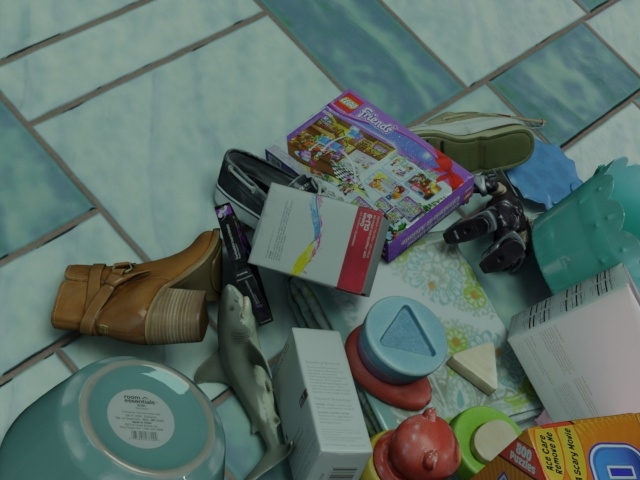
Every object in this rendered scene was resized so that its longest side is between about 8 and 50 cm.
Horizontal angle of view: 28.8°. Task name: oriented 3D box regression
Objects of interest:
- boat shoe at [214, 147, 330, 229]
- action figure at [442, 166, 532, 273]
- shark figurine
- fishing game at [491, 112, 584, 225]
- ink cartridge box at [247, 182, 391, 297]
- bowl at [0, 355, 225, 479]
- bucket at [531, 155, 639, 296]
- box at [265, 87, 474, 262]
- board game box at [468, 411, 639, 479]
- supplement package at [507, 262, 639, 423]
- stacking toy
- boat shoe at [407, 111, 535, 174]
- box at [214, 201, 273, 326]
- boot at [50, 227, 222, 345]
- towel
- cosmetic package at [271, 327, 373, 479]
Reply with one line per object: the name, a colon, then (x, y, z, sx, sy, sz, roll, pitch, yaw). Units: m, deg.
boat shoe: (-0.034, -0.054, 1.962, 0.301, 0.102, 0.108, 31, 39, 22)
action figure: (0.298, -0.028, 2.123, 0.185, 0.099, 0.285, 54, 21, 0)
shark figurine: (-0.122, 0.214, 1.811, 0.116, 0.166, 0.278, -15, 80, -5)
fishing game: (0.409, -0.125, 2.322, 0.189, 0.041, 0.264, 2, 55, -31)
ink cartridge box: (0.000, 0.000, 1.843, 0.176, 0.128, 0.127, 15, 89, 9)
bowl: (-0.246, 0.274, 1.614, 0.311, 0.163, 0.312, 18, 42, -17)
bucket: (0.503, 0.019, 2.118, 0.281, 0.183, 0.281, 33, 40, -33)
box: (0.079, -0.113, 2.058, 0.201, 0.057, 0.293, -37, 59, -23)
board game box: (0.398, 0.468, 1.683, 0.356, 0.356, 0.356, -3, 58, -27)
supplement package: (0.430, 0.174, 1.948, 0.194, 0.203, 0.149, 61, 16, -6)
stacking toy: (0.187, 0.222, 1.795, 0.279, 0.130, 0.309, 5, 55, -24)
boat shoe: (0.226, -0.168, 2.229, 0.302, 0.113, 0.103, -5, 30, -18)
box: (-0.115, 0.035, 1.888, 0.029, 0.116, 0.162, -20, 48, 2)
boot: (-0.262, 0.062, 1.842, 0.220, 0.109, 0.283, 3, 34, 6)
towel: (0.150, 0.170, 1.960, 0.320, 0.090, 0.374, -11, 63, -34)
cosmetic package: (-0.002, 0.246, 1.779, 0.085, 0.117, 0.231, 5, 40, -22)
